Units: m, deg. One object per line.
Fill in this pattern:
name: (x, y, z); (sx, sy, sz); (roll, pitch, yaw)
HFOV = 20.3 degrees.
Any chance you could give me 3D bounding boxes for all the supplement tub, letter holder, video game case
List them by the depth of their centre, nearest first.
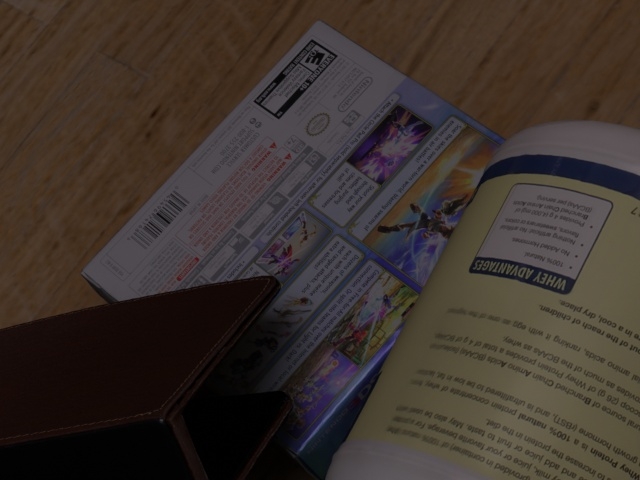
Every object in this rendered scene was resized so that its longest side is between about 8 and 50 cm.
supplement tub: (0.146, 0.118, 1.069); (0.235, 0.235, 0.325); (19, 69, 29)
letter holder: (-0.162, 0.150, 1.210); (0.302, 0.152, 0.214); (-12, 21, 26)
video game case: (0.000, 0.000, 1.300); (0.269, 0.061, 0.244); (-47, 55, -8)
